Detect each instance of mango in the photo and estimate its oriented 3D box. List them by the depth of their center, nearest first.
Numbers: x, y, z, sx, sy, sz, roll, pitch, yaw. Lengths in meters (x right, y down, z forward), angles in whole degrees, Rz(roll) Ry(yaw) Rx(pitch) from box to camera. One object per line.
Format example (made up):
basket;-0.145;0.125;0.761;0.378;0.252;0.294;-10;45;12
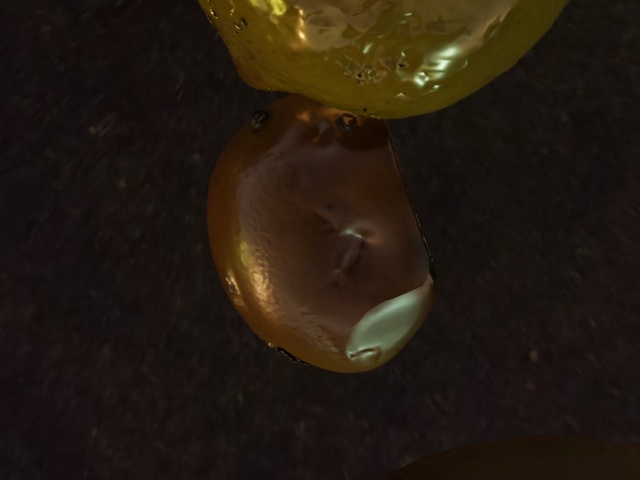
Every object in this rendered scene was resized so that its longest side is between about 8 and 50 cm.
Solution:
mango;0.000;0.000;1.113;0.166;0.136;0.236;-16;114;9

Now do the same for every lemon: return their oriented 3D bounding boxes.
lemon;0.047;-0.219;0.864;0.258;0.258;0.310;26;113;-8

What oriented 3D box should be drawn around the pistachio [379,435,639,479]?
pistachio;0.114;0.200;0.772;0.260;0.163;0.212;-30;70;-3
